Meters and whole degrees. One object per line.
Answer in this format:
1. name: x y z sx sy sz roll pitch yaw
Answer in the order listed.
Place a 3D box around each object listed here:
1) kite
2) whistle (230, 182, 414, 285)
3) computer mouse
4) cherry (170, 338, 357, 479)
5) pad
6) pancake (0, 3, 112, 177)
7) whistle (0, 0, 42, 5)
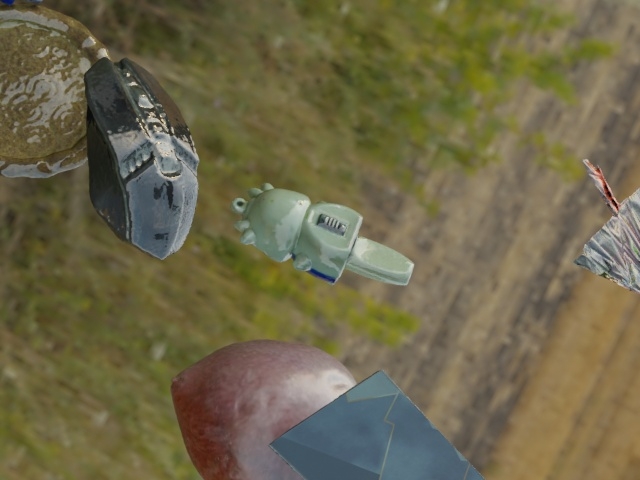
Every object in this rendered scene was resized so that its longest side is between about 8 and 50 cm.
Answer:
1. kite: 0.324 -0.007 1.959 0.009 0.189 0.232 -28 -173 40
2. whistle: 0.000 0.000 2.376 0.092 0.244 0.110 116 -5 -53
3. computer mouse: -0.158 -0.077 1.693 0.106 0.062 0.192 -5 79 -45
4. cherry: -0.062 0.232 2.387 0.239 0.206 0.239 -13 108 -44
5. pad: 0.073 0.265 2.212 0.164 0.004 0.243 -35 123 12
6. pancake: -0.290 -0.147 1.824 0.199 0.199 0.021 -55 174 -23
7. whistle: -0.312 -0.247 1.837 0.033 0.083 0.029 -16 -119 63
